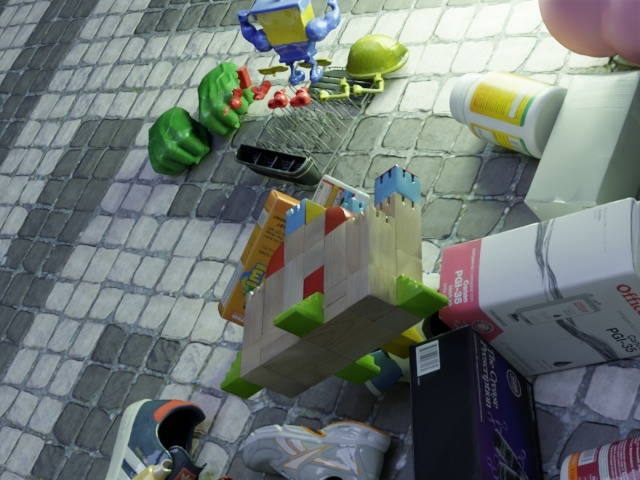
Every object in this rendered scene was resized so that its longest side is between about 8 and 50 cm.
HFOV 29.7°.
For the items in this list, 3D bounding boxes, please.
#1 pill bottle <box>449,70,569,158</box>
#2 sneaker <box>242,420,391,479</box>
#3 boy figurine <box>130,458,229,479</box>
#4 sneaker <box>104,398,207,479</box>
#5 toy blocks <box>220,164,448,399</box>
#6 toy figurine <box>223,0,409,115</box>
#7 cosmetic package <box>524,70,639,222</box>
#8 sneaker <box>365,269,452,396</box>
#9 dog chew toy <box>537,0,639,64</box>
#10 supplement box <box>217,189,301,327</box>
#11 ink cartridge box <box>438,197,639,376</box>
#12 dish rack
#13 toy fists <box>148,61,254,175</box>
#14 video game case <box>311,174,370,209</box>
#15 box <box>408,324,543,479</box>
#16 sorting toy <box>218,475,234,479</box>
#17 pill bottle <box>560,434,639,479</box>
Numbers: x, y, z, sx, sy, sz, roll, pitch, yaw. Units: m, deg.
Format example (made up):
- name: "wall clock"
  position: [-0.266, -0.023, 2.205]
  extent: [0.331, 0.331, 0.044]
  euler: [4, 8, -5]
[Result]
- name: "pill bottle"
  position: [0.306, -0.207, 1.932]
  extent: [0.208, 0.117, 0.118]
  euler: [26, 78, 50]
- name: "sneaker"
  position: [-0.020, 0.342, 1.800]
  extent: [0.262, 0.099, 0.121]
  euler: [-12, 55, 38]
- name: "boy figurine"
  position: [-0.262, 0.414, 1.819]
  extent: [0.285, 0.092, 0.177]
  euler: [-6, 55, 17]
- name: "sneaker"
  position: [-0.265, 0.411, 1.945]
  extent: [0.148, 0.131, 0.350]
  euler: [-12, 55, 26]
- name: "toy blocks"
  position: [0.014, 0.046, 1.721]
  extent: [0.381, 0.190, 0.261]
  euler: [-36, 40, 40]
- name: "toy figurine"
  position: [-0.042, -0.382, 2.233]
  extent: [0.362, 0.217, 0.191]
  euler: [-4, 30, 28]
- name: "cosmetic package"
  position: [0.410, -0.128, 1.786]
  extent: [0.127, 0.107, 0.238]
  euler: [6, 66, 45]
- name: "sneaker"
  position: [0.140, 0.087, 1.855]
  extent: [0.182, 0.127, 0.316]
  euler: [-21, 41, 13]
- name: "dog chew toy"
  position: [0.493, -0.358, 1.831]
  extent: [0.331, 0.206, 0.207]
  euler: [31, 81, 42]
- name: "supplement box"
  position: [-0.094, 0.036, 2.066]
  extent: [0.234, 0.078, 0.080]
  euler: [-65, 15, 9]
- name: "ink cartridge box"
  position: [0.330, 0.071, 1.607]
  extent: [0.283, 0.207, 0.117]
  euler: [-16, 50, 34]
- name: "dish rack"
  position: [-0.020, -0.228, 2.286]
  extent: [0.208, 0.074, 0.272]
  euler: [17, 70, 47]
- name: "toy fists"
  position: [-0.247, -0.243, 2.495]
  extent: [0.279, 0.096, 0.142]
  euler: [-39, 30, 14]
- name: "video game case"
  position: [0.000, 0.000, 1.983]
  extent: [0.204, 0.025, 0.285]
  euler: [-65, 13, 3]
- name: "box"
  position: [0.207, 0.272, 1.575]
  extent: [0.103, 0.184, 0.261]
  euler: [-22, 46, 25]
- name: "sorting toy"
  position: [-0.144, 0.411, 1.882]
  extent: [0.042, 0.061, 0.102]
  euler: [-44, 16, 6]
- name: "pill bottle"
  position: [0.407, 0.286, 1.428]
  extent: [0.221, 0.121, 0.121]
  euler: [-22, 45, 28]
